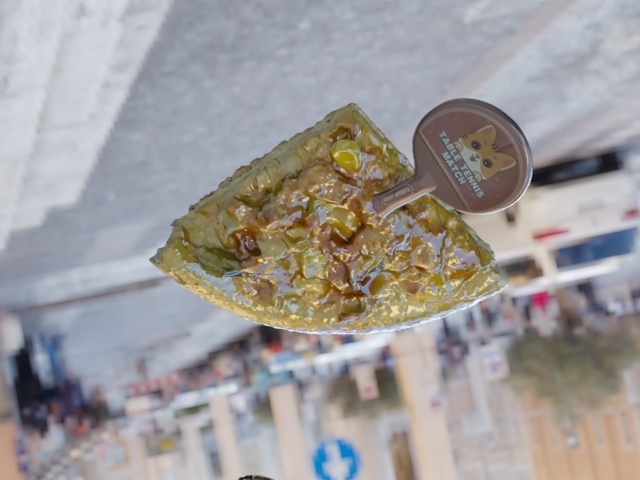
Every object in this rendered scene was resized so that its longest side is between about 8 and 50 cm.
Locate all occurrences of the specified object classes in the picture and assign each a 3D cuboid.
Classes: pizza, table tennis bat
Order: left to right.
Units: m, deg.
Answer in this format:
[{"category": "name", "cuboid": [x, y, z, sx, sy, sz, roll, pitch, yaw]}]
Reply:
[{"category": "pizza", "cuboid": [0.012, 0.025, 1.769, 0.258, 0.087, 0.268, -33, 122, 24]}, {"category": "table tennis bat", "cuboid": [0.133, -0.084, 1.598, 0.170, 0.107, 0.119, -27, -169, 39]}]

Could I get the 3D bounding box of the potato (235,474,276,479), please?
[{"category": "potato", "cuboid": [-0.067, 0.250, 1.445, 0.107, 0.080, 0.170, -48, -177, 15]}]
